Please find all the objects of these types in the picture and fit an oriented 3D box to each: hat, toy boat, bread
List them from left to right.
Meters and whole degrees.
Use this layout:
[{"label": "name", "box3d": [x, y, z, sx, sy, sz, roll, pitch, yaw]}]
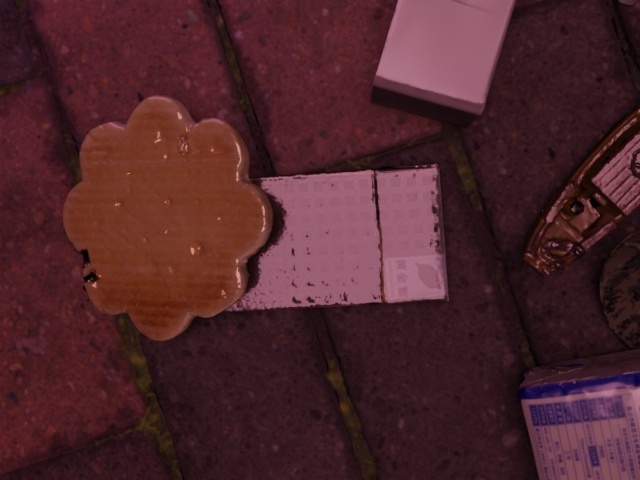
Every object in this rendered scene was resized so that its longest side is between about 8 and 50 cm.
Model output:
[{"label": "bread", "box3d": [-0.202, -0.030, 1.103, 0.316, 0.054, 0.316, 1, 93, 22]}, {"label": "toy boat", "box3d": [0.376, -0.081, 1.065, 0.089, 0.121, 0.321, 44, 93, -3]}, {"label": "hat", "box3d": [0.485, 0.053, 1.046, 0.265, 0.265, 0.128, 48, 54, 2]}]

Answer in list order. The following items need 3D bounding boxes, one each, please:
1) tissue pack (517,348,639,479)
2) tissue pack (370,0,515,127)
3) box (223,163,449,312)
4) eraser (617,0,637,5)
[{"label": "tissue pack", "box3d": [0.374, 0.278, 1.055, 0.209, 0.137, 0.270, -14, 93, 17]}, {"label": "tissue pack", "box3d": [0.161, -0.280, 1.059, 0.136, 0.159, 0.246, 17, 91, 2]}, {"label": "box", "box3d": [0.000, -0.001, 1.126, 0.324, 0.047, 0.180, -4, 91, 5]}, {"label": "eraser", "box3d": [0.414, -0.356, 1.110, 0.027, 0.019, 0.099, 18, 91, 4]}]
